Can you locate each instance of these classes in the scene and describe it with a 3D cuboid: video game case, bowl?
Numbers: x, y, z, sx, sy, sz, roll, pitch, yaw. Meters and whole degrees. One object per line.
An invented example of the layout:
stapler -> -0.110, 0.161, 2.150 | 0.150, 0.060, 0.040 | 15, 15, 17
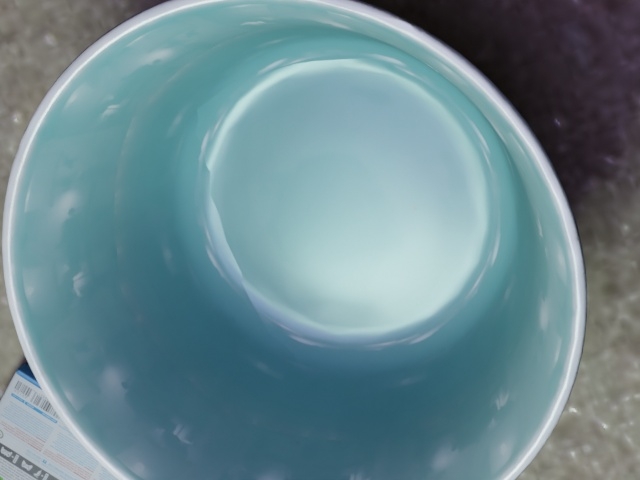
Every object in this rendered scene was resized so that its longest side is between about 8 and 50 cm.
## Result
video game case -> -0.183, 0.177, 1.149 | 0.119, 0.015, 0.166 | 32, 113, 2
bowl -> 0.000, 0.000, 0.958 | 0.311, 0.163, 0.311 | 5, 109, 14
